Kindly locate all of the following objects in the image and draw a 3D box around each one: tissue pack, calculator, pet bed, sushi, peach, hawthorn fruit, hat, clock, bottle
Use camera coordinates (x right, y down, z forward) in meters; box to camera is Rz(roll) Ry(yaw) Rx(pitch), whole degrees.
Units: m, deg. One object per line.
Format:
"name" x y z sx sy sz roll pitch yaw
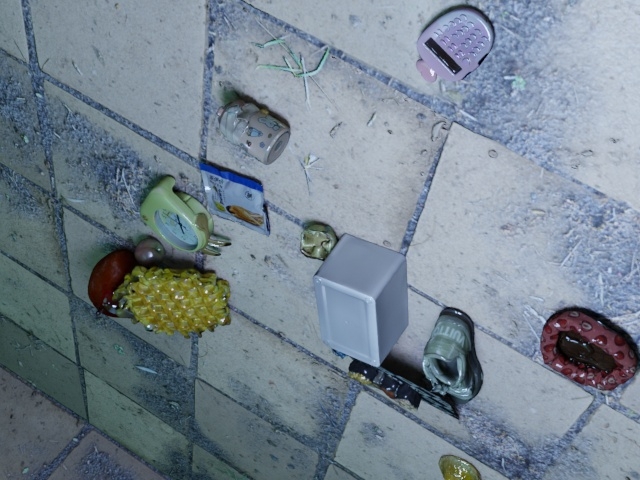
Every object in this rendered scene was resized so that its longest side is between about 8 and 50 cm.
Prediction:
"tissue pack" 0.090 0.134 1.979 0.159 0.136 0.246 21 141 24
"calculator" 0.212 -0.311 1.460 0.103 0.024 0.166 44 143 -8
"pet bed" 0.516 0.215 1.760 0.201 0.053 0.201 25 149 17
"sushi" 0.178 0.357 2.141 0.290 0.050 0.264 25 168 20
"peach" -0.456 0.035 2.411 0.083 0.083 0.083 24 143 20
"hawthorn fruit" -0.559 0.134 2.515 0.185 0.202 0.185 19 143 15
"hat" 0.000 0.001 1.979 0.077 0.059 0.076 14 123 23
"clock" -0.329 -0.040 2.222 0.232 0.069 0.170 41 145 -6
"bottle" -0.144 -0.226 1.821 0.152 0.099 0.099 36 146 11

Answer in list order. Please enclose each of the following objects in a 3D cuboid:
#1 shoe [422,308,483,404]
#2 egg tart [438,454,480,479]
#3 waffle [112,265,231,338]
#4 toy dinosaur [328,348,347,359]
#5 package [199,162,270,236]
"shoe" 0.276 0.292 1.982 0.109 0.149 0.293 15 138 28
"egg tart" 0.356 0.613 2.363 0.128 0.049 0.129 25 142 21
"waffle" -0.391 0.156 2.399 0.329 0.062 0.329 2 140 1
"toy dinosaur" 0.051 0.267 2.259 0.047 0.030 0.083 41 145 -8
"package" -0.195 -0.093 2.074 0.171 0.027 0.173 22 146 22
